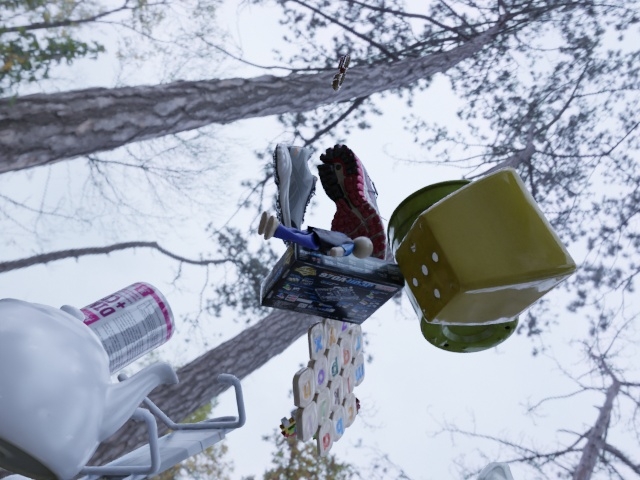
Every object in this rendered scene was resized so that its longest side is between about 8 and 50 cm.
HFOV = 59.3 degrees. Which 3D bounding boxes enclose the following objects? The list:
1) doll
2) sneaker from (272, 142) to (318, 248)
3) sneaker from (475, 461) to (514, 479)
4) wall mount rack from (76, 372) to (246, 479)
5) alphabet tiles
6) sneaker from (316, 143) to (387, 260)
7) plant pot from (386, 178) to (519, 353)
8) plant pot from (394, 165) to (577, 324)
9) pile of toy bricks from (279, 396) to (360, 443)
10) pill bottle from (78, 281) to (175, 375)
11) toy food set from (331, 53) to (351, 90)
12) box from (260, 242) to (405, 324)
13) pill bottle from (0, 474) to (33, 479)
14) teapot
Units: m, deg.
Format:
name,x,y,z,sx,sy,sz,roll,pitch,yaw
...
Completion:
name,x,y,z,sx,sy,sz,roll,pitch,yaw
doll,0.000,0.000,0.896,0.129,0.189,0.046,33,-72,65
sneaker,-0.054,-0.102,1.330,0.100,0.108,0.271,134,-46,-75
sneaker,0.381,0.512,0.981,0.292,0.118,0.110,45,-41,0
wall mount rack,-0.308,0.303,0.944,0.304,0.350,0.130,-12,-94,29
alphabet tiles,0.023,0.282,1.161,0.021,0.284,0.277,2,-76,28
sneaker,0.085,-0.058,1.189,0.121,0.112,0.299,-17,-107,24
plant pot,0.365,0.090,1.484,0.367,0.353,0.366,2,-47,2
plant pot,0.255,0.029,0.962,0.212,0.187,0.212,114,-43,-56
pile of toy bricks,0.009,0.468,1.456,0.118,0.212,0.105,37,-34,42
pill bottle,-0.473,0.213,1.219,0.160,0.283,0.160,16,-61,31
toy food set,0.043,-0.349,1.154,0.019,0.122,0.077,19,-89,-5
box,0.019,0.084,1.046,0.220,0.051,0.175,14,-37,-20
pill bottle,-0.483,0.548,0.957,0.408,0.229,0.229,30,-45,-16
teapot,-0.356,0.155,0.675,0.253,0.187,0.256,-11,-48,35
